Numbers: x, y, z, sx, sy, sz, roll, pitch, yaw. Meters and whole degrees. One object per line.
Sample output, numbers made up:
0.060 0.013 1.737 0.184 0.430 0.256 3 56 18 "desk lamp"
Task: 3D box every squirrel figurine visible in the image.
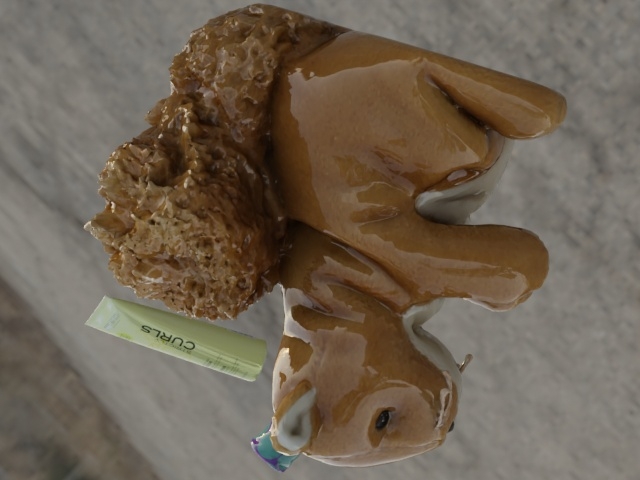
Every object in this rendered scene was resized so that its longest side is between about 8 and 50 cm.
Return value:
0.000 0.000 1.412 0.397 0.370 0.281 17 -173 -3 "squirrel figurine"

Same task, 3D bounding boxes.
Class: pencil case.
-0.027 0.243 2.185 0.064 0.152 0.070 33 -165 -32 "pencil case"

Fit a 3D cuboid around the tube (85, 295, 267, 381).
-0.192 0.130 2.162 0.240 0.070 0.062 20 -165 -18 "tube"
